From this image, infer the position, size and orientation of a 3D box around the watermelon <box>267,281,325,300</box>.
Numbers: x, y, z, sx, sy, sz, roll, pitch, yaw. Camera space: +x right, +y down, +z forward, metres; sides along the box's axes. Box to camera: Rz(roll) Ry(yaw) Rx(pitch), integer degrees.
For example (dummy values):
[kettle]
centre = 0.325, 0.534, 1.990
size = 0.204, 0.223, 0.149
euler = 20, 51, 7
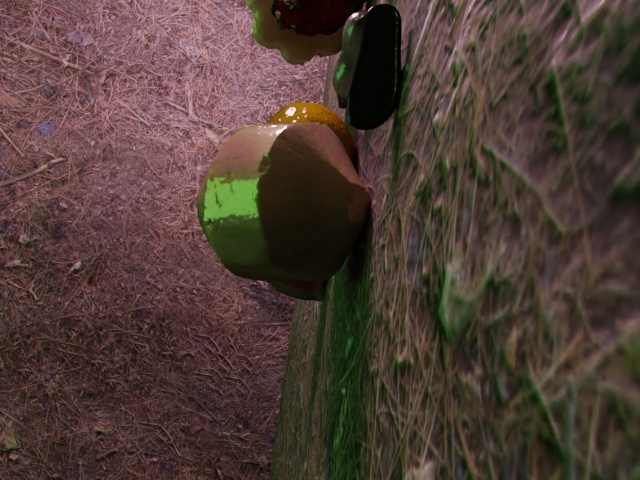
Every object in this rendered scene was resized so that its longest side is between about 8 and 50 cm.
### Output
[watermelon]
centre = -0.047, 0.021, 1.189
size = 0.202, 0.207, 0.136
euler = -63, 38, 23

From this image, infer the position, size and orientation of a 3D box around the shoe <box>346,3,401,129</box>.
[shoe]
centre = 0.072, -0.211, 0.648
size = 0.053, 0.062, 0.159
euler = 20, -102, -81

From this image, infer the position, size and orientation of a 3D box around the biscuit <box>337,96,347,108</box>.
[biscuit]
centre = 0.065, -0.422, 1.286
size = 0.182, 0.034, 0.215
euler = 106, 171, -65

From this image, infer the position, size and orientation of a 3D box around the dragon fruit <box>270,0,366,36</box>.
[dragon fruit]
centre = 0.000, -0.600, 1.149
size = 0.244, 0.244, 0.298
euler = -128, 63, -84

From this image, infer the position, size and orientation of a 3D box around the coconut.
[coconut]
centre = -0.046, -0.052, 0.779
size = 0.259, 0.259, 0.259
euler = -172, 90, -86

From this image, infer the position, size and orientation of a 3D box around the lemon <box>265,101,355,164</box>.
[lemon]
centre = -0.027, -0.166, 0.991
size = 0.256, 0.188, 0.188
euler = -80, 0, -68

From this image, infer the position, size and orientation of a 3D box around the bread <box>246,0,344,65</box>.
[bread]
centre = -0.039, -0.600, 1.298
size = 0.054, 0.316, 0.316
euler = -150, 68, -67

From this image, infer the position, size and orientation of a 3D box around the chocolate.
[chocolate]
centre = 0.061, -0.300, 0.862
size = 0.167, 0.072, 0.072
euler = 108, 170, -54
